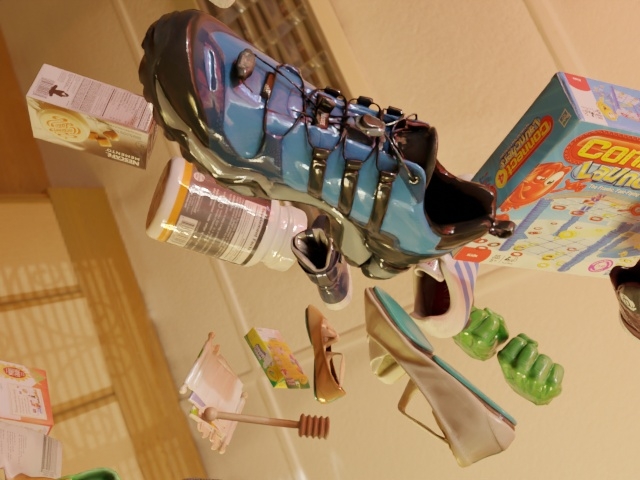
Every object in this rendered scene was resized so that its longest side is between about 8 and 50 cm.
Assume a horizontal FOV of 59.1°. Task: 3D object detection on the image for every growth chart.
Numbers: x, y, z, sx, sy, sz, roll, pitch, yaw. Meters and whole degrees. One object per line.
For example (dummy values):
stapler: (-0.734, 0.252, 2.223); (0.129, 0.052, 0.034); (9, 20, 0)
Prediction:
growth chart: (-0.228, 0.341, 1.232); (0.021, 0.172, 0.237); (0, -50, 27)

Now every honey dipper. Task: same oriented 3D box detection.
honey dipper: (-0.069, 0.232, 0.721); (0.161, 0.030, 0.030); (7, -80, -4)

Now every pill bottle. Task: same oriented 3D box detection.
pill bottle: (-0.177, -0.041, 1.084); (0.162, 0.279, 0.162); (-45, -145, 44)

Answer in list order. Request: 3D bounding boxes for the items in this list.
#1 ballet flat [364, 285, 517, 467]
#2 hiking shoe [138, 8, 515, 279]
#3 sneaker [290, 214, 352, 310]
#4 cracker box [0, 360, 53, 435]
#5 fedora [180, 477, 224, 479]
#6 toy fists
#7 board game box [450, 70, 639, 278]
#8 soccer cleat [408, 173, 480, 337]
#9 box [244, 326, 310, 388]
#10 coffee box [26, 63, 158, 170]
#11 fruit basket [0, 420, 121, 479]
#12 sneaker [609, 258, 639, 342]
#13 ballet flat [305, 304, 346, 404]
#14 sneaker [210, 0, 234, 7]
ballet flat: (0.101, 0.142, 0.615); (0.248, 0.086, 0.086); (46, -61, 49)
hiking shoe: (0.018, -0.075, 0.419); (0.132, 0.304, 0.113); (-19, -126, 38)
sneaker: (0.002, 0.000, 1.085); (0.086, 0.163, 0.226); (-20, -132, 10)
cracker box: (-0.503, 0.218, 0.779); (0.067, 0.232, 0.156); (-62, -146, 3)
fedora: (-0.139, 0.368, 0.660); (0.275, 0.244, 0.124); (17, -59, 66)
toy fists: (0.378, 0.225, 1.178); (0.096, 0.142, 0.279); (-46, -126, -6)
board game box: (0.384, -0.069, 0.808); (0.302, 0.308, 0.086); (118, -26, -52)
soccer cleat: (0.244, 0.017, 1.065); (0.116, 0.143, 0.331); (-1, -106, 44)
box: (-0.102, 0.293, 1.366); (0.043, 0.105, 0.179); (-48, -123, 14)
coffee box: (-0.483, -0.261, 1.220); (0.141, 0.247, 0.098); (127, -23, -57)
fruit basket: (-0.229, 0.290, 0.388); (0.166, 0.353, 0.327); (-13, -112, -8)
sneaker: (0.478, 0.102, 0.703); (0.106, 0.162, 0.281); (-47, -151, -8)
ballet flat: (0.016, 0.245, 1.251); (0.073, 0.080, 0.232); (-17, -121, 15)
sneaker: (-0.130, -0.470, 0.839); (0.101, 0.268, 0.153); (34, -99, -7)
